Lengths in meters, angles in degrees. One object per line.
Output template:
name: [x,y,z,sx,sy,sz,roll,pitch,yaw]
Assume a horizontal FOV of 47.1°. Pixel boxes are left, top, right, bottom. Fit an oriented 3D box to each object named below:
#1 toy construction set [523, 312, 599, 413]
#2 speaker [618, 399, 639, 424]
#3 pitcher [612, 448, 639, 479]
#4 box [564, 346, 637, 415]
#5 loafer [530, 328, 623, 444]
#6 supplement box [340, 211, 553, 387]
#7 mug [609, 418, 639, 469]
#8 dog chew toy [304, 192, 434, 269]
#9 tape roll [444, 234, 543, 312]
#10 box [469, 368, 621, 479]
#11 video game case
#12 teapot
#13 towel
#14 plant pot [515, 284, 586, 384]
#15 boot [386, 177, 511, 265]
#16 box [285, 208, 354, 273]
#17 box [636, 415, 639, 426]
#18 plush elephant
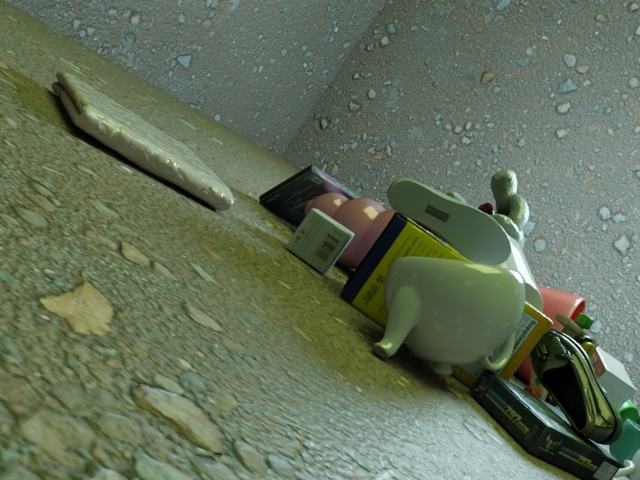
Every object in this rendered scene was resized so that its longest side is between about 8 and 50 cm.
toy construction set: [0.462,0.221,1.641,0.309,0.237,0.257,34,7,-5]
speaker: [0.732,0.421,2.041,0.131,0.131,0.296,30,8,-34]
pitcher: [0.636,0.458,1.404,0.178,0.125,0.207,21,14,15]
box: [0.637,0.356,1.731,0.091,0.170,0.130,34,19,-5]
loafer: [0.455,0.255,1.361,0.084,0.096,0.267,16,30,-30]
supplement box: [0.243,0.122,1.462,0.357,0.194,0.195,35,7,2]
mug: [0.726,0.488,1.647,0.130,0.097,0.158,32,8,-25]
dog chew toy: [0.108,-0.009,1.769,0.332,0.206,0.207,29,4,19]
tape roll: [0.389,0.118,1.761,0.246,0.246,0.169,31,33,-29]
box: [0.399,0.333,1.309,0.233,0.059,0.183,32,6,-30]
video game case: [0.006,-0.088,1.923,0.274,0.196,0.026,31,48,-35]
teapot: [0.223,0.134,1.243,0.256,0.186,0.252,7,-5,5]
towel: [-0.348,-0.193,1.417,0.332,0.053,0.317,30,7,-36]
plant pot: [0.550,0.233,2.003,0.243,0.274,0.275,25,2,27]
boot: [0.253,-0.045,1.423,0.258,0.095,0.123,34,14,7]
box: [0.000,0.000,1.531,0.102,0.101,0.087,36,6,7]
box: [1.110,0.610,1.807,0.480,0.297,0.472,33,5,-17]
plush elephant: [0.406,-0.023,1.907,0.255,0.272,0.329,24,41,-51]
